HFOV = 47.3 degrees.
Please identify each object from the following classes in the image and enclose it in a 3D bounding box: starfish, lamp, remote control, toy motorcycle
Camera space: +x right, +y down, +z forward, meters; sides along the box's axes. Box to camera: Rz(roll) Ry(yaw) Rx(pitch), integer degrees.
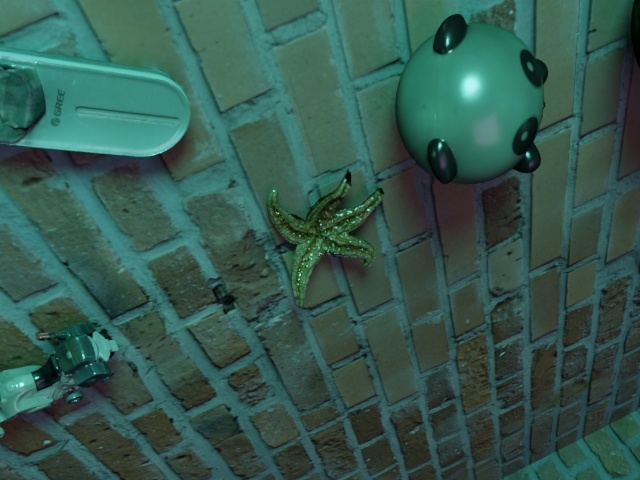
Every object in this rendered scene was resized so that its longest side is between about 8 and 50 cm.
[{"bbox_3d":[-0.002,-0.005,1.060,0.213,0.057,0.238,15,119,-30],"label":"starfish"},{"bbox_3d":[0.201,-0.167,0.920,0.244,0.198,0.197,-1,134,-50],"label":"lamp"},{"bbox_3d":[-0.259,-0.145,0.769,0.247,0.052,0.104,3,129,-31],"label":"remote control"},{"bbox_3d":[-0.393,0.195,1.013,0.221,0.102,0.150,-31,160,6],"label":"toy motorcycle"}]

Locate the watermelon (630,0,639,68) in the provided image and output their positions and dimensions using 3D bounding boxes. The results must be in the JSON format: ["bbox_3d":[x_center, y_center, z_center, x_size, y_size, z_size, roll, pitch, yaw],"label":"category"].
[{"bbox_3d":[0.539,-0.287,0.910,0.285,0.285,0.285,-16,138,-15],"label":"watermelon"}]
